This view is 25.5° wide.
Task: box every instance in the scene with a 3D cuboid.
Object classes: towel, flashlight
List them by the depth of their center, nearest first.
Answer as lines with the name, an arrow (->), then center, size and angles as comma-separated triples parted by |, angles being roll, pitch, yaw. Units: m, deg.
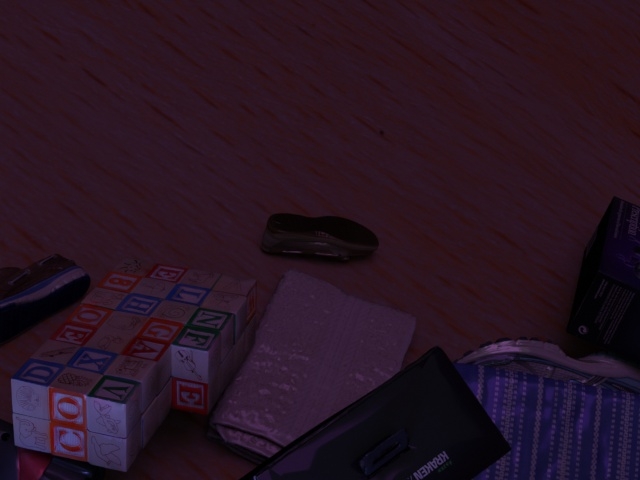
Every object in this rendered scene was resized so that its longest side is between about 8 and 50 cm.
flashlight -> -0.388, 0.226, 1.520 | 0.304, 0.103, 0.103 | 21, 24, 7
towel -> 0.284, 0.283, 1.635 | 0.336, 0.040, 0.243 | 11, 71, -7
towel -> -0.005, 0.161, 1.700 | 0.187, 0.049, 0.282 | 22, 49, 3

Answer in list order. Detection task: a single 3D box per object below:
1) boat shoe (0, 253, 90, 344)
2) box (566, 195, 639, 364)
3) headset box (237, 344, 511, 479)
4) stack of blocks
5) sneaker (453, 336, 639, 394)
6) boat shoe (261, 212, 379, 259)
boat shoe -> -0.365, 0.069, 1.677 | 0.066, 0.066, 0.183 | 41, 43, 25
box -> 0.430, 0.062, 1.806 | 0.184, 0.103, 0.261 | 26, 27, 4
headset box -> 0.026, 0.250, 1.448 | 0.246, 0.283, 0.131 | -32, 84, -25
stack of blocks -> -0.196, 0.131, 1.560 | 0.171, 0.087, 0.297 | 10, 27, 13
sneaker -> 0.283, 0.195, 1.711 | 0.283, 0.110, 0.122 | 4, 54, -12
boat shoe -> 0.000, 0.001, 1.843 | 0.153, 0.048, 0.056 | 5, 38, -19
